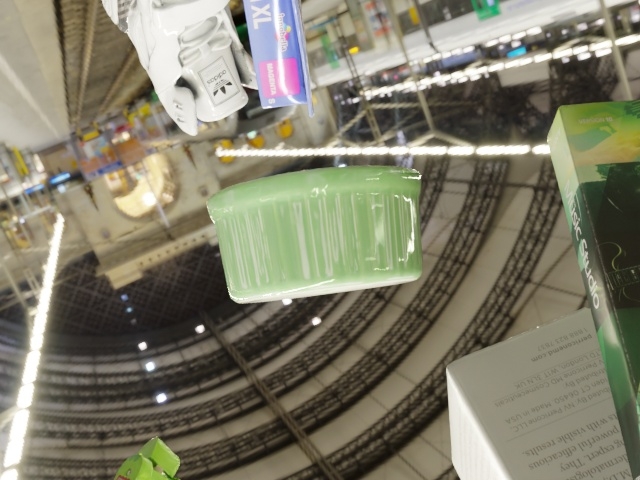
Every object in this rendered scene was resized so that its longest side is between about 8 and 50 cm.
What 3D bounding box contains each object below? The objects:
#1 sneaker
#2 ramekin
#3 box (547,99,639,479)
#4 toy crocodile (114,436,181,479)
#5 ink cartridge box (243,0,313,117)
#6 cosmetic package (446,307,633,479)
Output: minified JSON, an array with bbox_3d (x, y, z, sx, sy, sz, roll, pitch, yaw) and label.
[{"bbox_3d":[-0.132,-0.245,0.820,0.137,0.210,0.366,-34,-168,-17],"label":"sneaker"},{"bbox_3d":[0.000,0.000,1.037,0.304,0.148,0.303,-7,175,-1],"label":"ramekin"},{"bbox_3d":[0.323,0.027,0.563,0.233,0.321,0.058,-4,149,0],"label":"box"},{"bbox_3d":[-0.289,0.456,1.154,0.105,0.115,0.340,-30,-146,26],"label":"toy crocodile"},{"bbox_3d":[-0.050,-0.272,0.827,0.065,0.185,0.311,-8,-149,-1],"label":"ink cartridge box"},{"bbox_3d":[0.279,0.311,0.636,0.162,0.230,0.453,-21,-129,-5],"label":"cosmetic package"}]
